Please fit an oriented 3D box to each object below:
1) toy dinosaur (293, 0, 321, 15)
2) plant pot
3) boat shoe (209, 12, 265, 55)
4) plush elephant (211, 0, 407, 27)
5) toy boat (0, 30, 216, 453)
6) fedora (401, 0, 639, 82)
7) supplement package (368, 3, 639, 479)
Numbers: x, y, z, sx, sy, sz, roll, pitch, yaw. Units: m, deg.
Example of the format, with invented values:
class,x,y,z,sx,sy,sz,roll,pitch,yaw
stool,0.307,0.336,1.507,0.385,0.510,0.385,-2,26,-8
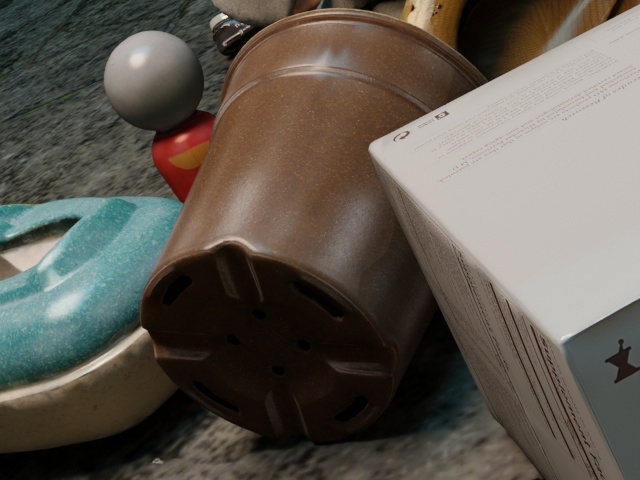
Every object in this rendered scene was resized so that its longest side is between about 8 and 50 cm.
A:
class,x,y,z,sx,sy,sz,roll,pitch,yaw
toy dinosaur,0.104,-0.263,1.148,0.296,0.200,0.127,6,45,8
plant pot,0.000,0.000,0.662,0.167,0.167,0.165,-12,35,32
boat shoe,-0.049,-0.222,1.328,0.125,0.038,0.046,-20,-19,4
plush elephant,0.063,-0.224,0.924,0.272,0.255,0.330,-11,28,34
toy boat,-0.151,-0.004,0.830,0.268,0.148,0.318,-10,28,36
fedora,0.134,-0.104,0.768,0.194,0.194,0.079,-32,-12,-10
supplement package,0.153,0.009,0.463,0.194,0.149,0.203,-28,23,-2
